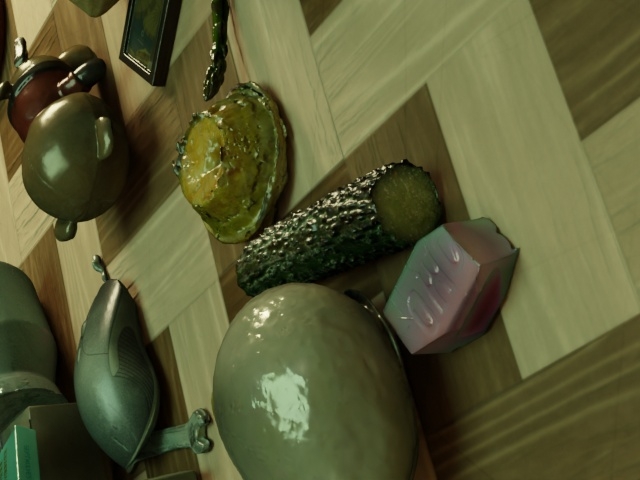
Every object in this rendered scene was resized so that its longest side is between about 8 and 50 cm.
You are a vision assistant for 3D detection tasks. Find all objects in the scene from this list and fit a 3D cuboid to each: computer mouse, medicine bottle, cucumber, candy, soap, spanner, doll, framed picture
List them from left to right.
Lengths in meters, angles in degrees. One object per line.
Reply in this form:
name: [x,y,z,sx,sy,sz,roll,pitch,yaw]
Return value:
medicine bottle: [-0.559,0.215,2.094,0.290,0.245,0.245,56,134,39]
doll: [-0.395,-0.172,1.905,0.235,0.174,0.330,-58,43,30]
computer mouse: [-0.332,0.169,1.884,0.167,0.090,0.379,-54,42,39]
framed picture: [-0.249,-0.326,1.818,0.128,0.023,0.169,40,123,49]
spanner: [-0.233,0.295,1.805,0.302,0.017,0.071,-22,72,54]
candy: [-0.016,0.184,1.314,0.295,0.185,0.296,173,90,-69]
cucumber: [0.000,0.000,1.398,0.359,0.096,0.096,-23,72,57]
soap: [0.130,0.046,1.228,0.100,0.056,0.149,54,133,38]

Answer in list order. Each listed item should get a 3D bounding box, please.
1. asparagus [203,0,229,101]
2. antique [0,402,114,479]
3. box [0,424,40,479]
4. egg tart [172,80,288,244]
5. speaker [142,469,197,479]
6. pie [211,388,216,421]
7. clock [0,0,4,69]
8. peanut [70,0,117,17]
asparagus: [-0.136,-0.286,1.623,0.027,0.034,0.236,-32,53,54]
antique: [-0.411,0.348,1.953,0.146,0.148,0.152,-38,60,48]
box: [-0.477,0.410,1.825,0.229,0.041,0.162,-59,28,20]
egg tart: [-0.118,-0.098,1.573,0.212,0.090,0.213,-6,83,53]
speaker: [-0.306,0.465,1.776,0.406,0.183,0.184,-32,70,51]
pie: [-0.119,0.211,1.632,0.084,0.021,0.084,-11,77,57]
clock: [-0.714,-0.408,2.463,0.318,0.080,0.319,-1,89,56]
peanut: [-0.360,-0.487,1.884,0.149,0.149,0.313,-26,69,53]
